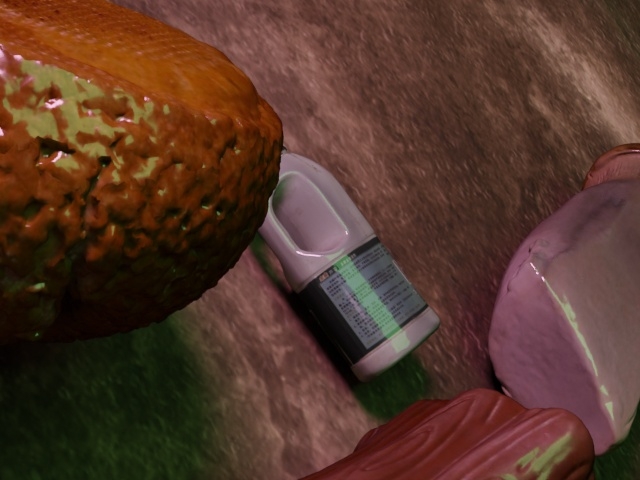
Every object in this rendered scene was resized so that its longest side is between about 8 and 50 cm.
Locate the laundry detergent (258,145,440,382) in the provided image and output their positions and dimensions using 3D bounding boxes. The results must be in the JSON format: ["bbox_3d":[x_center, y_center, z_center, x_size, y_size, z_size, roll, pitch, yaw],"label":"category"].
[{"bbox_3d":[0.000,0.000,1.172,0.225,0.070,0.099,54,43,1],"label":"laundry detergent"}]

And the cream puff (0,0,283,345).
[{"bbox_3d":[-0.181,-0.044,0.882,0.303,0.212,0.303,22,15,-6],"label":"cream puff"}]

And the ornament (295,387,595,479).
[{"bbox_3d":[0.050,0.215,0.950,0.221,0.235,0.218,40,33,26],"label":"ornament"}]

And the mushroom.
[{"bbox_3d":[0.250,0.031,1.366,0.154,0.137,0.407,37,35,-1],"label":"mushroom"}]
